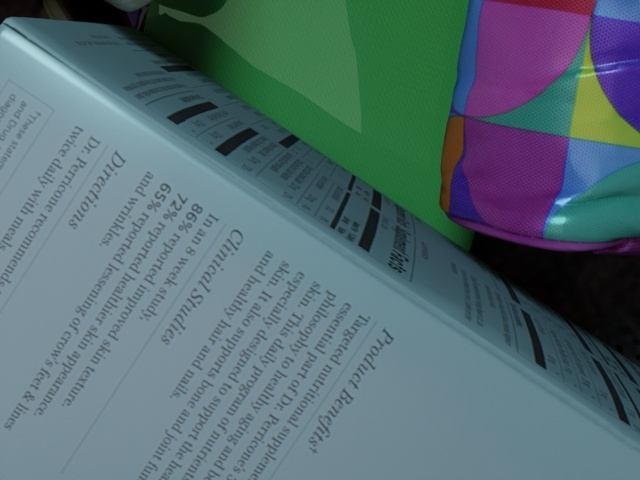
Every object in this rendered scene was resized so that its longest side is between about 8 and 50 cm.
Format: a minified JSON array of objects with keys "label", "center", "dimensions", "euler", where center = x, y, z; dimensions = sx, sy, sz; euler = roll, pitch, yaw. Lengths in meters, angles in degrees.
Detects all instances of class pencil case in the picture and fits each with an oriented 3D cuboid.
[{"label":"pencil case","center":[0.105,-0.110,0.538],"dimensions":[0.104,0.104,0.236],"euler":[13,103,18]}]

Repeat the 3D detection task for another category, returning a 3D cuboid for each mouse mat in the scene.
[{"label":"mouse mat","center":[0.005,-0.074,0.602],"dimensions":[0.153,0.007,0.189],"euler":[16,99,0]}]

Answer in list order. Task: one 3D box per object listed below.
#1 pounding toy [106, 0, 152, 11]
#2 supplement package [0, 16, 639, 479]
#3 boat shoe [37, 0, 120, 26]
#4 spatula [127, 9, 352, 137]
[{"label":"pounding toy","center":[-0.166,-0.165,0.564],"dimensions":[0.269,0.155,0.154],"euler":[19,63,45]},{"label":"supplement package","center":[-0.022,0.082,0.520],"dimensions":[0.263,0.198,0.199],"euler":[34,98,-1]},{"label":"boat shoe","center":[-0.079,-0.030,0.646],"dimensions":[0.048,0.056,0.153],"euler":[-30,94,17]},{"label":"spatula","center":[0.000,0.000,0.631],"dimensions":[0.084,0.030,0.296],"euler":[-20,92,5]}]
